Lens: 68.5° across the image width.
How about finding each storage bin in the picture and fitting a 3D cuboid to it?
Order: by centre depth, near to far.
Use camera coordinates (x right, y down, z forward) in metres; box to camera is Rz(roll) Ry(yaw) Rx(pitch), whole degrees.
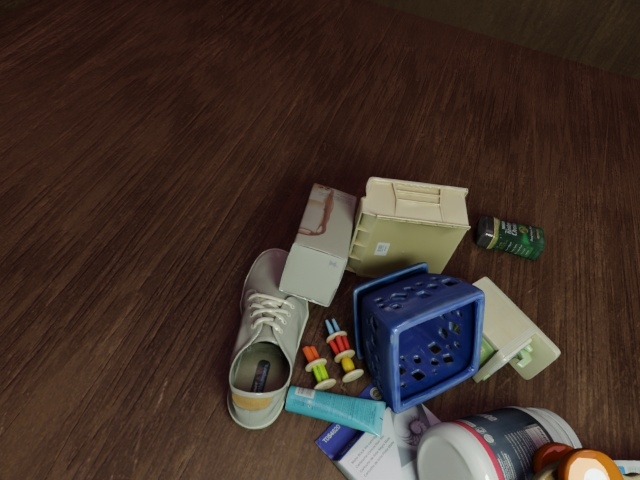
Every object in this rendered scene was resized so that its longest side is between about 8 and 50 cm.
[{"bbox_3d":[0.208,-0.017,1.196,0.260,0.262,0.123,7,54,-4],"label":"storage bin"}]

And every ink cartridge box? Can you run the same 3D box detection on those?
[{"bbox_3d":[0.143,0.420,0.979,0.224,0.045,0.223,39,56,21],"label":"ink cartridge box"}]

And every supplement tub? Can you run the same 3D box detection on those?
[{"bbox_3d":[0.339,0.424,0.889,0.272,0.191,0.191,0,50,-28],"label":"supplement tub"}]

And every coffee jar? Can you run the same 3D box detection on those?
[{"bbox_3d":[0.543,-0.010,1.360,0.184,0.079,0.096,13,51,2],"label":"coffee jar"}]

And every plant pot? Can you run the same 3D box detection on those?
[{"bbox_3d":[0.197,0.191,1.035,0.236,0.236,0.212,-18,30,-21],"label":"plant pot"}]

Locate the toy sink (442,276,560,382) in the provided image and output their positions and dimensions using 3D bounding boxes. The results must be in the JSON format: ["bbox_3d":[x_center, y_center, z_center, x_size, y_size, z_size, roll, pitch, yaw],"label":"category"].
[{"bbox_3d":[0.398,0.233,1.100,0.131,0.153,0.234,-26,61,-26],"label":"toy sink"}]

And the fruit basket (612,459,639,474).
[{"bbox_3d":[0.630,0.568,0.831,0.353,0.165,0.327,8,74,-11],"label":"fruit basket"}]

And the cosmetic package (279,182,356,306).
[{"bbox_3d":[0.000,0.000,1.164,0.129,0.153,0.296,18,33,-3],"label":"cosmetic package"}]

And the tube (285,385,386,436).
[{"bbox_3d":[0.031,0.353,0.992,0.207,0.052,0.080,10,46,8],"label":"tube"}]

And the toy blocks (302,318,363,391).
[{"bbox_3d":[0.015,0.257,1.081,0.123,0.054,0.148,-13,55,-19],"label":"toy blocks"}]

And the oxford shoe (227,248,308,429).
[{"bbox_3d":[-0.114,0.189,1.069,0.169,0.130,0.449,7,50,0],"label":"oxford shoe"}]

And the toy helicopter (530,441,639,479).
[{"bbox_3d":[0.473,0.473,0.691,0.355,0.140,0.235,21,74,10],"label":"toy helicopter"}]

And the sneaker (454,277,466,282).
[{"bbox_3d":[0.291,0.147,1.212,0.192,0.064,0.086,0,60,-8],"label":"sneaker"}]
